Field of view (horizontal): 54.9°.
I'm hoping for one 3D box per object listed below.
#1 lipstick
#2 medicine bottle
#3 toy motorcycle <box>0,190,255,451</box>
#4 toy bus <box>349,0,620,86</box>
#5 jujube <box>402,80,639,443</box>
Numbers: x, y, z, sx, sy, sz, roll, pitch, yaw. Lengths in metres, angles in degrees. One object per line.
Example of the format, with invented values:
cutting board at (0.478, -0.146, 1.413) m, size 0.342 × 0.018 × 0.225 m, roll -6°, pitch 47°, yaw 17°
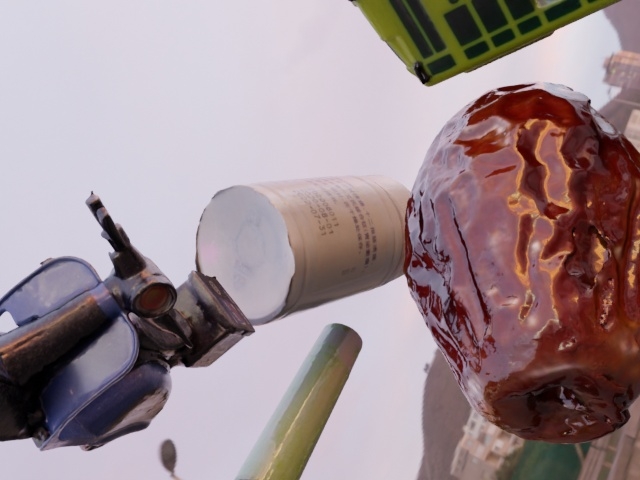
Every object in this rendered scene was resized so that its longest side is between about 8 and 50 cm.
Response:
lipstick at (-0.024, 0.237, 0.858) m, size 0.304 × 0.076 × 0.076 m, roll -57°, pitch -26°, yaw -48°
medicine bottle at (0.000, 0.000, 0.921) m, size 0.332 × 0.190 × 0.190 m, roll -11°, pitch -60°, yaw -49°
toy motorcycle at (-0.188, 0.090, 0.534) m, size 0.212 × 0.125 × 0.358 m, roll -40°, pitch -13°, yaw -1°
toy bus at (0.158, -0.233, 0.472) m, size 0.150 × 0.262 × 0.128 m, roll 49°, pitch -139°, yaw -28°
jujube at (0.161, -0.001, 0.468) m, size 0.197 × 0.197 × 0.290 m, roll 82°, pitch -167°, yaw -45°
